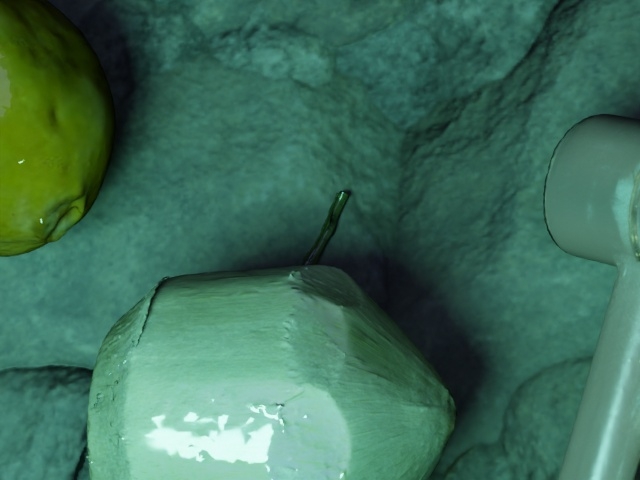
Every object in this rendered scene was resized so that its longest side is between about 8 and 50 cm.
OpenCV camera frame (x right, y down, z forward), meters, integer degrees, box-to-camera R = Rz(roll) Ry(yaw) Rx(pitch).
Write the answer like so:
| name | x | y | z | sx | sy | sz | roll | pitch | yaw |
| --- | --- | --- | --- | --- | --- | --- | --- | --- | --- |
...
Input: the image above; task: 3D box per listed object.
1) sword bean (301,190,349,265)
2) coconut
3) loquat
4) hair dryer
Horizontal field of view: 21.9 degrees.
| name | x | y | z | sx | sy | sz | roll | pitch | yaw |
| --- | --- | --- | --- | --- | --- | --- | --- | --- | --- |
| sword bean | 0.000 | 0.000 | 1.219 | 0.012 | 0.012 | 0.083 | 24 | 76 | 15 |
| coconut | -0.030 | 0.121 | 1.081 | 0.233 | 0.224 | 0.224 | 8 | 74 | 9 |
| loquat | -0.249 | -0.094 | 1.193 | 0.187 | 0.176 | 0.234 | -45 | 69 | 29 |
| hair dryer | 0.219 | 0.094 | 1.101 | 0.189 | 0.106 | 0.344 | 16 | 91 | 44 |
